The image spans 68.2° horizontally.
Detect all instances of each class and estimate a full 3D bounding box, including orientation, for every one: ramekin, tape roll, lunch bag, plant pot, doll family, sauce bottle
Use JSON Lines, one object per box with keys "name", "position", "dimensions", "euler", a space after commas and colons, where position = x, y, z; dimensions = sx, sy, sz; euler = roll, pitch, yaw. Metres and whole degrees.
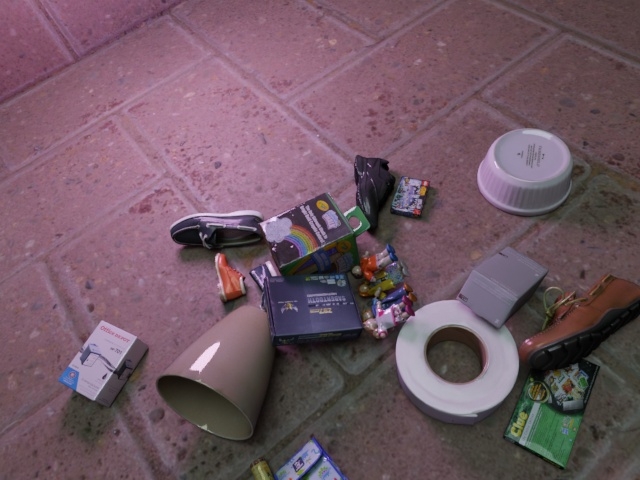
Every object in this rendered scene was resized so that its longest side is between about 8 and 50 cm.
{"name": "ramekin", "position": [0.617, -0.217, 1.419], "dimensions": [0.273, 0.127, 0.272], "euler": [-5, 56, 8]}
{"name": "tape roll", "position": [0.327, 0.294, 1.156], "dimensions": [0.287, 0.100, 0.286], "euler": [-5, 56, 7]}
{"name": "lunch bag", "position": [-0.018, 0.542, 1.067], "dimensions": [0.129, 0.096, 0.151], "euler": [-40, 45, -13]}
{"name": "plant pot", "position": [-0.220, 0.306, 1.187], "dimensions": [0.257, 0.256, 0.274], "euler": [13, 44, 18]}
{"name": "doll family", "position": [0.168, 0.151, 1.260], "dimensions": [0.163, 0.118, 0.262], "euler": [-33, 47, 27]}
{"name": "sauce bottle", "position": [-0.120, 0.570, 1.095], "dimensions": [0.042, 0.042, 0.128], "euler": [-31, 60, -10]}

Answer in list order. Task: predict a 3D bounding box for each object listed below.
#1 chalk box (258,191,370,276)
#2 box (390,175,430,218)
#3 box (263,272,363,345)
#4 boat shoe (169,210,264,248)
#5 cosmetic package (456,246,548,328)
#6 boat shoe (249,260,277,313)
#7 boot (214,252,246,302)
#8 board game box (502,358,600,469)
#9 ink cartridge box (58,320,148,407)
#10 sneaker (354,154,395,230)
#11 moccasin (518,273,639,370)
{"name": "chalk box", "position": [0.000, 0.000, 1.364], "dimensions": [0.289, 0.179, 0.180], "euler": [-24, 55, -7]}
{"name": "box", "position": [0.283, -0.137, 1.489], "dimensions": [0.094, 0.027, 0.137], "euler": [13, 60, 17]}
{"name": "box", "position": [-0.023, 0.175, 1.231], "dimensions": [0.233, 0.059, 0.183], "euler": [-2, 49, -15]}
{"name": "boat shoe", "position": [-0.324, -0.025, 1.477], "dimensions": [0.303, 0.114, 0.091], "euler": [-11, 50, 4]}
{"name": "cosmetic package", "position": [0.460, 0.111, 1.187], "dimensions": [0.127, 0.107, 0.238], "euler": [36, 32, 26]}
{"name": "boat shoe", "position": [-0.135, 0.164, 1.329], "dimensions": [0.079, 0.095, 0.254], "euler": [-24, 55, -7]}
{"name": "boot", "position": [-0.270, 0.104, 1.420], "dimensions": [0.085, 0.059, 0.157], "euler": [-16, 64, -4]}
{"name": "board game box", "position": [0.542, 0.377, 1.106], "dimensions": [0.136, 0.030, 0.259], "euler": [26, 65, 22]}
{"name": "ink cartridge box", "position": [-0.596, 0.339, 1.309], "dimensions": [0.140, 0.082, 0.190], "euler": [18, 64, 20]}
{"name": "sneaker", "position": [0.173, -0.159, 1.482], "dimensions": [0.130, 0.109, 0.286], "euler": [-1, 59, 3]}
{"name": "moccasin", "position": [0.612, 0.183, 1.137], "dimensions": [0.380, 0.139, 0.147], "euler": [-28, 46, -18]}
